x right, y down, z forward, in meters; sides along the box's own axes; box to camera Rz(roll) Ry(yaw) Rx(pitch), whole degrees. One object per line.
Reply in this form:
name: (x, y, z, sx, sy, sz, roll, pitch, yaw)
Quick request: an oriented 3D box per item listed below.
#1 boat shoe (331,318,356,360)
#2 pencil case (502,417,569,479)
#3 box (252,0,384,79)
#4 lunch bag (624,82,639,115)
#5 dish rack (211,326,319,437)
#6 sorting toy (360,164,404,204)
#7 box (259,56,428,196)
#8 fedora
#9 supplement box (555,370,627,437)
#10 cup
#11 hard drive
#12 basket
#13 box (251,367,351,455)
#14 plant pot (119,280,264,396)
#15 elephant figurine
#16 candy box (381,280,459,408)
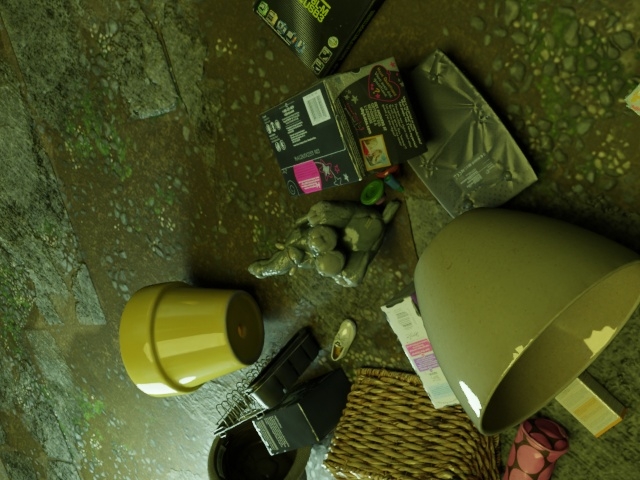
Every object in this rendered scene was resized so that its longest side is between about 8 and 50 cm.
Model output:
boat shoe: (0.043, 0.203, 1.421, 0.035, 0.035, 0.100, 34, 126, 21)
pencil case: (0.374, 0.411, 1.232, 0.098, 0.095, 0.209, 4, 118, -7)
box: (-0.007, -0.404, 1.187, 0.191, 0.045, 0.184, 48, 132, 9)
lunch bag: (0.457, -0.194, 0.928, 0.071, 0.053, 0.083, 44, 120, 10)
dish rack: (-0.131, 0.310, 1.495, 0.074, 0.208, 0.271, 51, 132, -3)
sorting toy: (0.115, -0.096, 1.209, 0.042, 0.102, 0.061, 37, 164, -31)
box: (0.031, -0.180, 1.144, 0.247, 0.142, 0.163, -6, 106, 62)
fedora: (-0.122, 0.510, 1.589, 0.275, 0.244, 0.124, 6, 142, 35)
supplement box: (0.440, 0.265, 1.151, 0.098, 0.036, 0.062, 45, 130, 12)
cup: (0.276, 0.086, 1.038, 0.237, 0.331, 0.331, 46, 131, 33)
hard drive: (0.218, -0.161, 1.118, 0.255, 0.054, 0.172, 54, 130, 6)
basket: (0.195, 0.402, 1.359, 0.299, 0.223, 0.213, -1, 142, 37)
box: (-0.029, 0.358, 1.464, 0.158, 0.156, 0.093, -29, 90, 41)
plant pot: (-0.264, 0.206, 1.531, 0.239, 0.254, 0.254, -10, 103, 24)
elephant figurine: (0.000, 0.000, 1.299, 0.239, 0.186, 0.169, -10, 68, 65)
candy box: (0.212, 0.156, 1.189, 0.070, 0.165, 0.196, -27, 92, 42)
